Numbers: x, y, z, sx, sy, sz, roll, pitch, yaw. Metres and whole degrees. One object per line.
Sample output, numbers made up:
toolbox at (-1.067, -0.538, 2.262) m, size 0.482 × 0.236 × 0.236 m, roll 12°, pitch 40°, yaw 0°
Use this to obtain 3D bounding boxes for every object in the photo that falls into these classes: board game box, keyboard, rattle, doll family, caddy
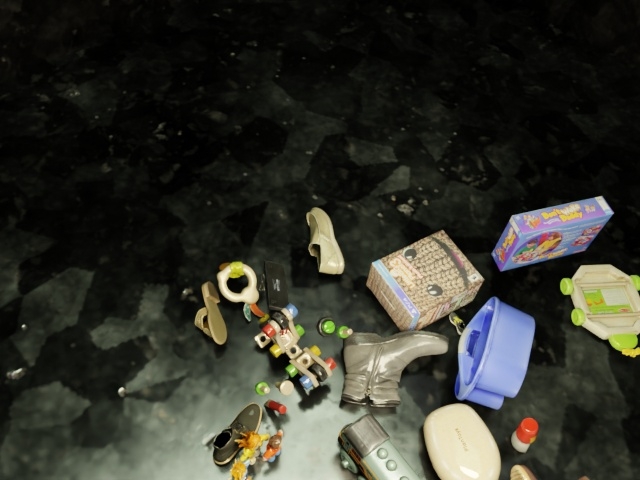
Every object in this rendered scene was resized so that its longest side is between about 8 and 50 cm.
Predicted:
board game box at (0.340, 0.137, 2.028) m, size 0.291 × 0.141 × 0.232 m, roll -25°, pitch 60°, yaw -21°
keyboard at (-0.160, 0.148, 2.032) m, size 0.108 × 0.023 × 0.180 m, roll 17°, pitch 47°, yaw -33°
rattle at (-0.267, 0.170, 2.027) m, size 0.130 × 0.143 × 0.199 m, roll -43°, pitch 104°, yaw -35°
doll family at (-0.197, 0.604, 1.639) m, size 0.118 × 0.163 × 0.263 m, roll 24°, pitch 57°, yaw 8°
caddy at (0.501, 0.334, 1.847) m, size 0.179 × 0.241 × 0.341 m, roll 23°, pitch 56°, yaw 4°
board game box at (0.793, -0.021, 2.121) m, size 0.347 × 0.233 × 0.078 m, roll -12°, pitch 57°, yaw -13°

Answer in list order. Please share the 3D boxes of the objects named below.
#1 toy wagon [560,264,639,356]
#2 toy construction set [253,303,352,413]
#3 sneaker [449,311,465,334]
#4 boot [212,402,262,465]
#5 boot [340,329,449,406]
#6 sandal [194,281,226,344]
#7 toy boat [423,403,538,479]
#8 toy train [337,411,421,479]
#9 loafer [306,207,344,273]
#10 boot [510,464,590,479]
toy wagon at (0.967, 0.236, 2.057) m, size 0.267 × 0.068 × 0.344 m, roll -2°, pitch 56°, yaw -6°
toy construction set at (-0.108, 0.348, 1.845) m, size 0.257 × 0.237 × 0.308 m, roll 31°, pitch 72°, yaw -19°
sneaker at (0.452, 0.266, 2.011) m, size 0.031 × 0.035 × 0.083 m, roll -19°, pitch 59°, yaw -18°
boot at (-0.228, 0.523, 1.714) m, size 0.077 × 0.137 × 0.198 m, roll 25°, pitch 56°, yaw 13°
boot at (0.229, 0.397, 1.869) m, size 0.338 × 0.118 × 0.222 m, roll -4°, pitch 58°, yaw 6°
sandal at (-0.360, 0.245, 1.951) m, size 0.079 × 0.088 × 0.240 m, roll -29°, pitch 49°, yaw 13°
toy boat at (0.462, 0.584, 1.741) m, size 0.318 × 0.148 × 0.267 m, roll -13°, pitch 52°, yaw -4°
toy train at (0.169, 0.618, 1.646) m, size 0.142 × 0.190 × 0.334 m, roll -29°, pitch 62°, yaw -22°
loafer at (0.000, 0.000, 2.120) m, size 0.092 × 0.102 × 0.268 m, roll -12°, pitch 57°, yaw -20°
boot at (0.650, 0.695, 1.685) m, size 0.207 × 0.090 × 0.248 m, roll -21°, pitch 77°, yaw -27°
